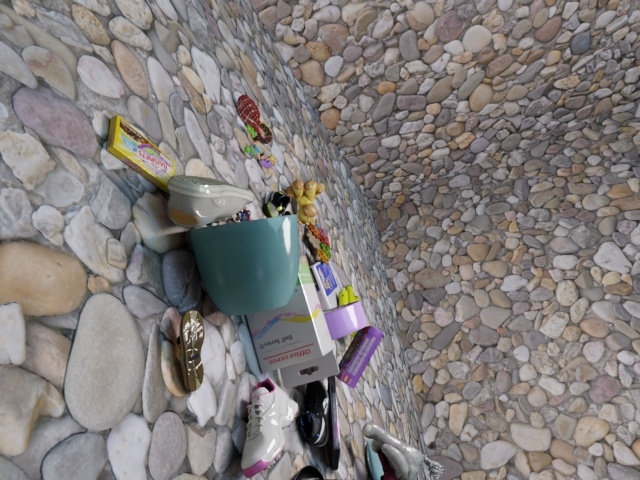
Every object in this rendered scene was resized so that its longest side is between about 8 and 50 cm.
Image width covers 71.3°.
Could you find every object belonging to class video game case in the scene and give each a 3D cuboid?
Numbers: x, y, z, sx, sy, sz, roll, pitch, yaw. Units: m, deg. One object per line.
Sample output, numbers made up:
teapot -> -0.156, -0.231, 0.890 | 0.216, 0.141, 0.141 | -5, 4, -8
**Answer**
video game case -> 0.044, 0.618, 1.545 | 0.196, 0.026, 0.274 | 91, -3, -46

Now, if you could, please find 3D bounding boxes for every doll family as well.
doll family -> -0.254, -0.062, 1.481 | 0.193, 0.076, 0.111 | 61, 23, -17

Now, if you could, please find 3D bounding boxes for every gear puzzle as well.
gear puzzle -> 0.000, 0.000, 2.131 | 0.175, 0.044, 0.339 | 47, 17, -25

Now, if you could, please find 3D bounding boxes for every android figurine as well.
android figurine -> 0.151, 0.346, 2.079 | 0.273, 0.056, 0.248 | -89, 156, -47

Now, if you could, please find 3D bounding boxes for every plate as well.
plate -> 0.227, 0.942, 1.882 | 0.188, 0.024, 0.188 | 56, 21, -36

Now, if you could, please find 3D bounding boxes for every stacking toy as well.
stacking toy -> -0.256, -0.352, 1.871 | 0.221, 0.052, 0.167 | 52, 22, -41

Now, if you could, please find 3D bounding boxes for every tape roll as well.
tape roll -> 0.024, 0.296, 1.571 | 0.090, 0.274, 0.275 | 72, 17, 7

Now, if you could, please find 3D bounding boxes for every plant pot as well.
plant pot -> -0.188, 0.066, 1.195 | 0.293, 0.292, 0.235 | -20, 102, -74

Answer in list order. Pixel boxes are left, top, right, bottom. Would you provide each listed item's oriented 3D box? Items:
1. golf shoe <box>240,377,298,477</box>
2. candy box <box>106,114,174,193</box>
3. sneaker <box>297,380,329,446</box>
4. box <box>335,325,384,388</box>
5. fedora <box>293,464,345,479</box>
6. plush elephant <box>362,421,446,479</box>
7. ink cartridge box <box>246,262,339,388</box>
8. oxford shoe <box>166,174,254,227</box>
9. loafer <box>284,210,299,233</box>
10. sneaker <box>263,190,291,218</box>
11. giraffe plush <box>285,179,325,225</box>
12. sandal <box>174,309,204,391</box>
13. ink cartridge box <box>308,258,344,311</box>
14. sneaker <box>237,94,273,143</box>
golf shoe -> -0.152, 0.467, 1.137 | 0.140, 0.115, 0.306 | 57, 11, -4
candy box -> -0.447, -0.213, 1.128 | 0.206, 0.027, 0.105 | 44, 33, -55
sneaker -> -0.025, 0.548, 1.457 | 0.121, 0.079, 0.217 | 49, 26, -50
box -> 0.126, 0.398, 1.545 | 0.057, 0.201, 0.293 | 31, -13, 4
fedora -> 0.034, 0.791, 1.224 | 0.334, 0.152, 0.334 | 57, 20, -34
plush elephant -> 0.272, 0.897, 1.681 | 0.255, 0.329, 0.272 | -56, 154, -26
ink cartridge box -> -0.095, 0.265, 1.348 | 0.119, 0.207, 0.354 | 13, 58, -72
oxford shoe -> -0.311, -0.109, 1.275 | 0.449, 0.169, 0.130 | -42, 145, -80
loafer -> -0.131, -0.069, 1.916 | 0.050, 0.056, 0.148 | 46, 18, -51
sneaker -> -0.159, -0.153, 1.843 | 0.084, 0.097, 0.235 | 64, 17, -20
giraffe plush -> -0.072, -0.165, 2.089 | 0.210, 0.181, 0.171 | 121, -32, -67
sandal -> -0.301, 0.249, 1.011 | 0.072, 0.049, 0.180 | 10, 75, -65
ink cartridge box -> 0.037, 0.239, 2.057 | 0.307, 0.072, 0.304 | -21, 89, -76
sneaker -> -0.291, -0.521, 1.930 | 0.225, 0.088, 0.093 | 61, -2, -26
